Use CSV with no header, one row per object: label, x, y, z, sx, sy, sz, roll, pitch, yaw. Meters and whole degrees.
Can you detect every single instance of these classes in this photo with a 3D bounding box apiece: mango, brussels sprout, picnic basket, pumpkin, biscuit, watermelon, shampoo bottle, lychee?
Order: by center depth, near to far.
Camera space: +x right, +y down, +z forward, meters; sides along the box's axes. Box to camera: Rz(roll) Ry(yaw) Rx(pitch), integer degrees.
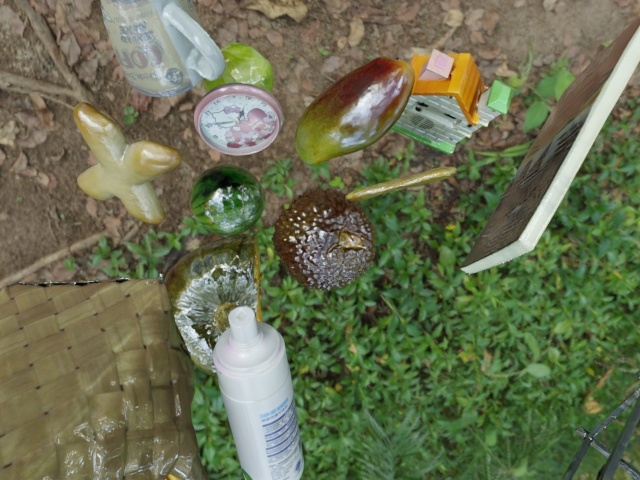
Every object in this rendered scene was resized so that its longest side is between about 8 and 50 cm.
picnic basket,-0.268,0.238,0.581,0.292,0.338,0.337,-3,139,15
shampoo bottle,-0.079,0.207,0.674,0.092,0.092,0.304,-18,128,-16
biscuit,-0.312,-0.109,0.832,0.164,0.047,0.208,25,146,-9
mango,0.054,-0.223,0.941,0.267,0.133,0.111,-32,171,29
biscuit,0.173,-0.124,1.143,0.246,0.029,0.118,-14,180,8
pumpkin,-0.237,0.153,1.144,0.232,0.242,0.325,-4,96,-5
lychee,0.000,0.000,1.294,0.267,0.267,0.268,-16,135,-17
brussels sprout,-0.239,-0.469,1.534,0.223,0.223,0.161,-53,172,21
watermelon,-0.302,-0.131,1.706,0.242,0.242,0.243,-16,135,-17

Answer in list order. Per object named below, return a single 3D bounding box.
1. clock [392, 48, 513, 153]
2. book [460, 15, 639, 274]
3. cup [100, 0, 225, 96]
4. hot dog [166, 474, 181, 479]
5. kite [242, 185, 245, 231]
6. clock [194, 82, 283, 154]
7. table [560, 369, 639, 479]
clock,0.254,-0.306,1.119,0.219,0.255,0.106,21,79,-9
book,0.334,-0.124,0.759,0.374,0.028,0.262,-58,174,-9
cup,-0.351,-0.472,1.177,0.227,0.301,0.257,-55,165,-17
hot dog,-0.248,0.507,1.028,0.068,0.249,0.100,-11,140,-56
kite,-0.206,-0.087,1.404,0.011,0.157,0.139,1,113,-10
clock,-0.223,-0.330,1.442,0.244,0.056,0.244,-6,146,-4
table,0.538,0.443,0.850,0.335,0.272,0.222,-28,148,-41
